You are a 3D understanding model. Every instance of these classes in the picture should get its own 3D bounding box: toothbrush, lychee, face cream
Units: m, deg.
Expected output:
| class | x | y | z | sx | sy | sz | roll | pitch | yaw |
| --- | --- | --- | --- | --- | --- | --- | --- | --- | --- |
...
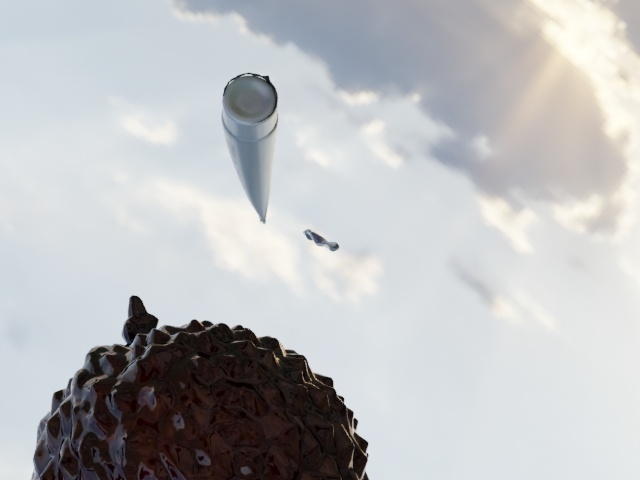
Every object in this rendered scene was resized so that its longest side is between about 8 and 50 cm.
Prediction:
| class | x | y | z | sx | sy | sz | roll | pitch | yaw |
| --- | --- | --- | --- | --- | --- | --- | --- | --- | --- |
| toothbrush | 0.000 | 0.000 | 1.700 | 0.013 | 0.011 | 0.131 | 57 | 173 | -12 |
| lychee | -0.152 | 0.282 | 2.085 | 0.424 | 0.424 | 0.500 | 18 | -143 | -48 |
| face cream | -0.074 | -0.099 | 1.852 | 0.244 | 0.058 | 0.092 | 96 | 157 | -70 |
